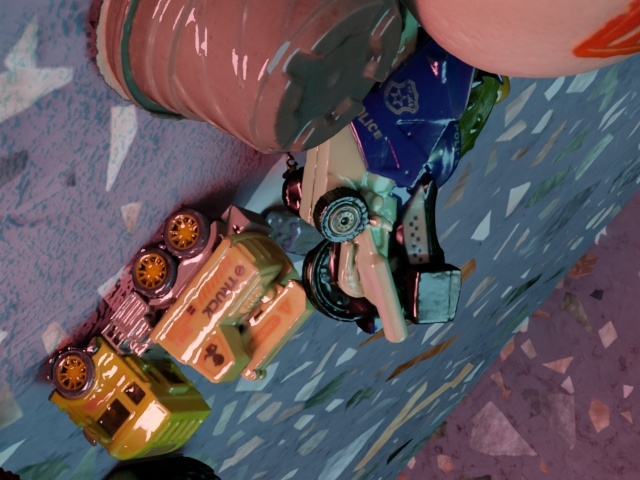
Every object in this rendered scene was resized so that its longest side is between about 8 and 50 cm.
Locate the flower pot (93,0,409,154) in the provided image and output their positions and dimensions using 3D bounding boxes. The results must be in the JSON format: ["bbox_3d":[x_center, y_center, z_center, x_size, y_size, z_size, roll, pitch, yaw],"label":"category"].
[{"bbox_3d":[-0.033,-0.154,0.702,0.235,0.140,0.235,-41,160,-18],"label":"flower pot"}]

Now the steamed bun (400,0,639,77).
[{"bbox_3d":[0.219,-0.287,0.705,0.374,0.241,0.374,-53,162,-26],"label":"steamed bun"}]

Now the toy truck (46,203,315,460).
[{"bbox_3d":[-0.129,0.100,0.958,0.272,0.157,0.124,-50,158,8],"label":"toy truck"}]

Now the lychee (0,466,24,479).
[{"bbox_3d":[-0.335,0.322,0.817,0.304,0.275,0.276,-38,160,5],"label":"lychee"}]

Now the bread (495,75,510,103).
[{"bbox_3d":[0.191,-0.214,1.155,0.049,0.103,0.062,-30,-161,-12],"label":"bread"}]

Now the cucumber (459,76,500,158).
[{"bbox_3d":[0.117,-0.134,1.047,0.244,0.134,0.134,-48,160,-9],"label":"cucumber"}]

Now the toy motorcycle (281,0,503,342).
[{"bbox_3d":[0.070,-0.076,0.894,0.196,0.125,0.331,-6,106,-21],"label":"toy motorcycle"}]

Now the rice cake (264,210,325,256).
[{"bbox_3d":[0.001,0.000,1.176,0.270,0.049,0.055,11,99,-66],"label":"rice cake"}]

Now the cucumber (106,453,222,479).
[{"bbox_3d":[-0.221,0.342,1.343,0.193,0.115,0.085,20,69,-63],"label":"cucumber"}]
